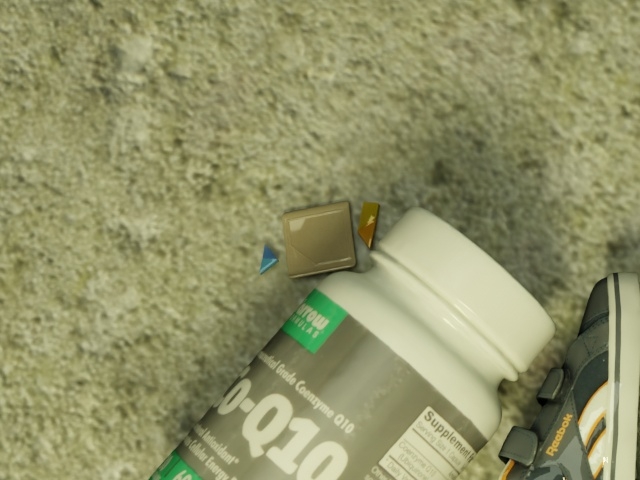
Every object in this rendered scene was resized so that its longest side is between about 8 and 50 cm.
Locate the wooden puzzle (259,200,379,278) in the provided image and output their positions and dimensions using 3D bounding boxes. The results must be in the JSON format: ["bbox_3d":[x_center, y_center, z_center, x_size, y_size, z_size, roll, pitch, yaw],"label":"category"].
[{"bbox_3d":[0.000,0.000,1.875,0.116,0.014,0.078,-4,66,14],"label":"wooden puzzle"}]

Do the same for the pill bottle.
[{"bbox_3d":[0.026,0.159,1.707,0.204,0.204,0.361,39,84,24],"label":"pill bottle"}]

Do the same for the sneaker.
[{"bbox_3d":[0.215,0.179,1.689,0.127,0.126,0.321,3,74,11],"label":"sneaker"}]
